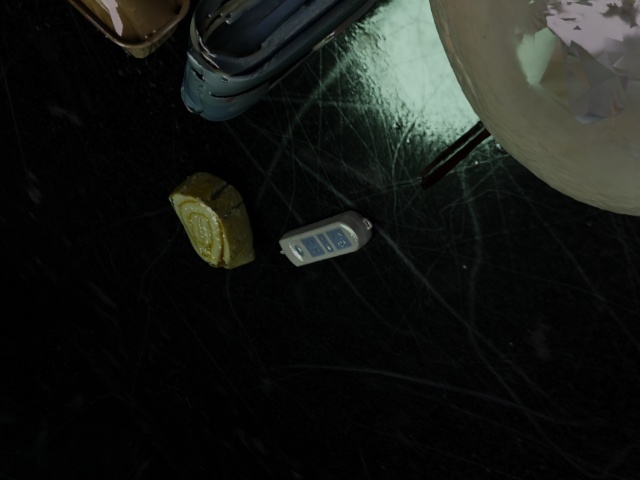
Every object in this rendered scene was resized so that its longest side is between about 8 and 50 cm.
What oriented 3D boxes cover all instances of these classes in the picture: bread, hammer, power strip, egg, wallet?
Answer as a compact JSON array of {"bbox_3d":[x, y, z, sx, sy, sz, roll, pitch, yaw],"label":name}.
[{"bbox_3d":[-0.153,-0.026,0.979,0.117,0.064,0.156,27,144,34],"label":"bread"},{"bbox_3d":[0.136,-0.096,0.626,0.065,0.021,0.178,46,150,1],"label":"hammer"},{"bbox_3d":[0.000,0.000,0.867,0.191,0.030,0.047,-18,111,54],"label":"power strip"},{"bbox_3d":[0.185,-0.129,0.372,0.337,0.201,0.337,31,147,23],"label":"egg"},{"bbox_3d":[-0.034,-0.171,0.527,0.075,0.176,0.250,52,173,-11],"label":"wallet"}]

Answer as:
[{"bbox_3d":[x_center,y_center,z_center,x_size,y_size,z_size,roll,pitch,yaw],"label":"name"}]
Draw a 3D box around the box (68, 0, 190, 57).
[{"bbox_3d":[-0.231,-0.284,0.753,0.177,0.111,0.111,42,147,5],"label":"box"}]
